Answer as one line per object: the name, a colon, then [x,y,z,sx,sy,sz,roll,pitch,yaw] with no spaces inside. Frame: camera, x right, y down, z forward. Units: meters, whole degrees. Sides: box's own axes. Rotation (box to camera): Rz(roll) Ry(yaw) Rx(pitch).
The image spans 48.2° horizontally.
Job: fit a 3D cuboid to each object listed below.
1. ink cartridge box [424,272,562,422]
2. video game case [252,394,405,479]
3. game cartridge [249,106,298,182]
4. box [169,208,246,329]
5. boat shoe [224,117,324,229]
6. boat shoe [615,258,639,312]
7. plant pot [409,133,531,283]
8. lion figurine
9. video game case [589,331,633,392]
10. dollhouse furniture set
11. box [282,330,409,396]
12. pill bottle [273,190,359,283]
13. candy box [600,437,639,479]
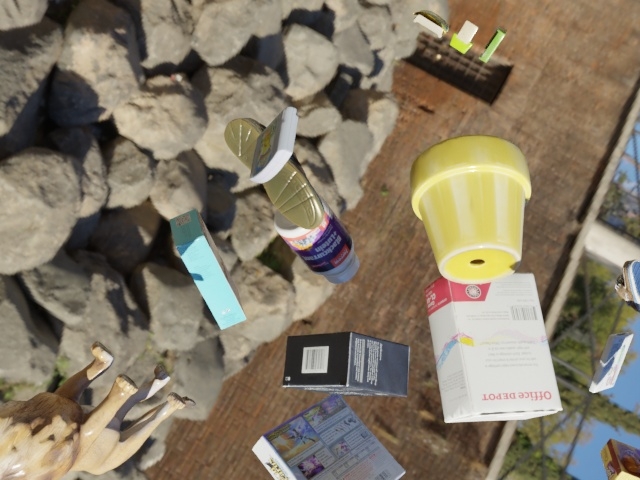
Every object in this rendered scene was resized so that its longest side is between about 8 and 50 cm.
ink cartridge box: [0.367,0.229,1.549,0.131,0.226,0.306,135,-46,-61]
video game case: [0.022,0.487,1.582,0.269,0.244,0.061,-17,148,-49]
game cartridge: [-0.047,-0.088,0.693,0.083,0.017,0.056,-32,-131,59]
box: [-0.226,0.062,1.454,0.101,0.060,0.244,-116,-176,-51]
boat shoe: [-0.065,-0.120,1.194,0.080,0.223,0.073,-39,-175,35]
boat shoe: [0.730,0.111,1.682,0.066,0.066,0.183,-50,129,-23]
plant pot: [0.315,-0.050,1.485,0.254,0.253,0.239,111,-18,-58]
lion figurine: [-0.340,0.281,1.041,0.240,0.142,0.392,-48,151,-6]
video game case: [0.761,0.317,1.871,0.143,0.019,0.157,3,107,-49]
dollhouse furniture set: [0.236,-0.368,1.217,0.059,0.151,0.076,-59,177,32]
box: [0.045,0.217,1.236,0.156,0.158,0.093,-11,-113,43]
pill bottle: [0.000,0.000,1.399,0.108,0.108,0.193,-59,135,-21]
candy box: [0.721,0.517,1.570,0.109,0.186,0.053,-74,-173,-63]
